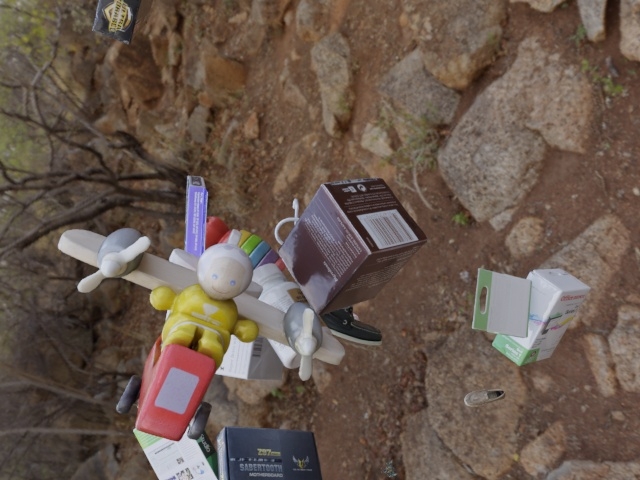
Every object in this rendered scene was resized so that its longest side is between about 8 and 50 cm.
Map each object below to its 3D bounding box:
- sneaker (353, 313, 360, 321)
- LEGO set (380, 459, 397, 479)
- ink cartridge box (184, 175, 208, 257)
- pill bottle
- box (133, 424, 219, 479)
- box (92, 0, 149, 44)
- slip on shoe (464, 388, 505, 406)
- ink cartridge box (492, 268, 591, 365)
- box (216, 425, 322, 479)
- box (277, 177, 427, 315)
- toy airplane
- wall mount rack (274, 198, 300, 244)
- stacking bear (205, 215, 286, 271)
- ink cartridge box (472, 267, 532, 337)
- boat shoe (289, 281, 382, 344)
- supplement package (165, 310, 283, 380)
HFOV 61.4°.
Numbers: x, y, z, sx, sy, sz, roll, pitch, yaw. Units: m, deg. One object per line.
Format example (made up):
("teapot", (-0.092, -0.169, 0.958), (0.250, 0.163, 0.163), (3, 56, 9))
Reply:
("sneaker", (0.074, 0.255, 1.711), (0.051, 0.134, 0.070), (13, 76, 52))
("LEGO set", (0.214, 0.743, 1.716), (0.054, 0.023, 0.083), (27, 58, 38))
("ink cartridge box", (-0.285, -0.031, 1.224), (0.208, 0.045, 0.206), (-136, 49, -69))
("pill bottle", (-0.085, 0.171, 1.263), (0.131, 0.131, 0.229), (-51, 62, 27))
("box", (-0.434, 0.690, 1.706), (0.232, 0.321, 0.058), (-34, -6, 26))
("box", (-0.321, -0.528, 0.977), (0.295, 0.074, 0.293), (-109, 40, -61))
("slip on shoe", (0.547, 0.520, 1.791), (0.041, 0.136, 0.051), (76, -173, -60))
("ink cartridge box", (0.690, 0.236, 1.686), (0.117, 0.202, 0.278), (40, 119, 42))
("box", (-0.111, 0.517, 1.202), (0.059, 0.233, 0.183), (-54, 34, 34))
("box", (0.057, 0.009, 1.043), (0.167, 0.169, 0.203), (56, 133, 23))
("toy airplane", (-0.179, 0.096, 0.897), (0.384, 0.386, 0.272), (53, 131, 25))
("wall mount rack", (0.000, 0.000, 2.015), (0.130, 0.351, 0.303), (-109, 22, -67))
("stacking bear", (-0.252, 0.039, 1.609), (0.164, 0.289, 0.175), (-54, 1, -20))
("ink cartridge box", (0.500, 0.178, 1.523), (0.056, 0.235, 0.171), (-5, 74, 59))
("boat shoe", (0.038, 0.208, 1.565), (0.127, 0.340, 0.112), (-154, 85, -82))
("supplement package", (-0.260, 0.271, 1.459), (0.293, 0.175, 0.177), (1, 77, 27))
